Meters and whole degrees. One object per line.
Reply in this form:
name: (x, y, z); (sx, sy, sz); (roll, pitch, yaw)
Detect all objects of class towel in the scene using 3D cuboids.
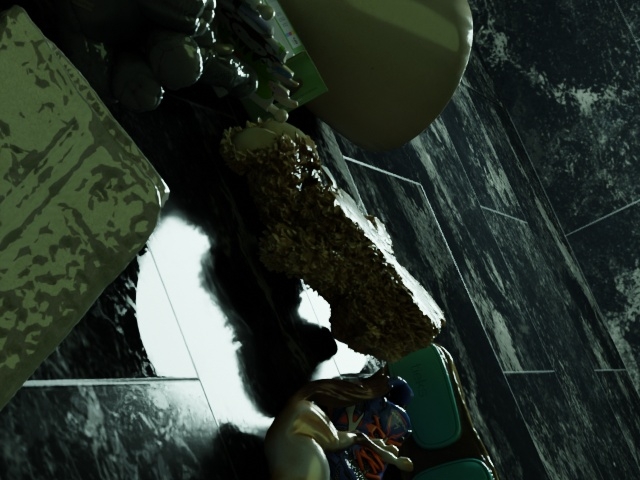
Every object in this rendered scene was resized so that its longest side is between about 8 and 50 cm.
towel: (-0.228, -0.004, 0.881); (0.187, 0.049, 0.282); (54, 52, -21)

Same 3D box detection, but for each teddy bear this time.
teddy bear: (0.000, 0.000, 1.576); (0.338, 0.113, 0.245); (49, 15, -14)

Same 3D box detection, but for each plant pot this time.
plant pot: (0.012, -0.282, 1.799); (0.274, 0.256, 0.256); (23, 41, -37)

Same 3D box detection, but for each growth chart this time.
growth chart: (-0.094, -0.223, 1.489); (0.172, 0.021, 0.237); (36, -18, 15)

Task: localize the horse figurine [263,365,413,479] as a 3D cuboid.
horse figurine: (0.004, 0.219, 1.275); (0.175, 0.066, 0.263); (24, 41, -16)

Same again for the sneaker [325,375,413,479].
sneaker: (0.048, 0.202, 1.422); (0.083, 0.087, 0.221); (55, 20, -20)

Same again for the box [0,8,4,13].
box: (-0.267, -0.149, 1.132); (0.083, 0.052, 0.062); (39, 29, -48)

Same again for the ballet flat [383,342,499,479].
ballet flat: (0.142, 0.273, 1.575); (0.124, 0.116, 0.342); (71, 4, -48)

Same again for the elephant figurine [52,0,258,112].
elephant figurine: (-0.165, -0.215, 1.358); (0.239, 0.170, 0.186); (-57, 149, -71)

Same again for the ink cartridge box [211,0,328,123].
ink cartridge box: (-0.092, -0.238, 1.615); (0.209, 0.109, 0.062); (60, 19, -8)
